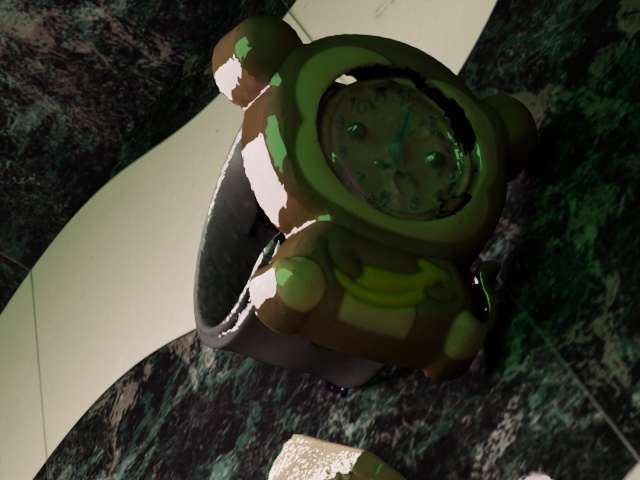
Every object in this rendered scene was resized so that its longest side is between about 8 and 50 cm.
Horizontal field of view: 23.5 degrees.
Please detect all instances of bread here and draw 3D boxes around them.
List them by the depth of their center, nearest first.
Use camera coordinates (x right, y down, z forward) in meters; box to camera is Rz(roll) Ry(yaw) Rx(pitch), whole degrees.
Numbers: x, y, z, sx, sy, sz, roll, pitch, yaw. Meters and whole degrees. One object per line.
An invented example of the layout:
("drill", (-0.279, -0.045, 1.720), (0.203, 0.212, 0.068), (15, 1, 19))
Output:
("bread", (0.005, 0.231, 1.322), (0.105, 0.077, 0.152), (-59, 19, -14))

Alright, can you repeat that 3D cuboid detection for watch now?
("watch", (0.000, 0.000, 1.442), (0.327, 0.314, 0.335), (133, 147, -54))
